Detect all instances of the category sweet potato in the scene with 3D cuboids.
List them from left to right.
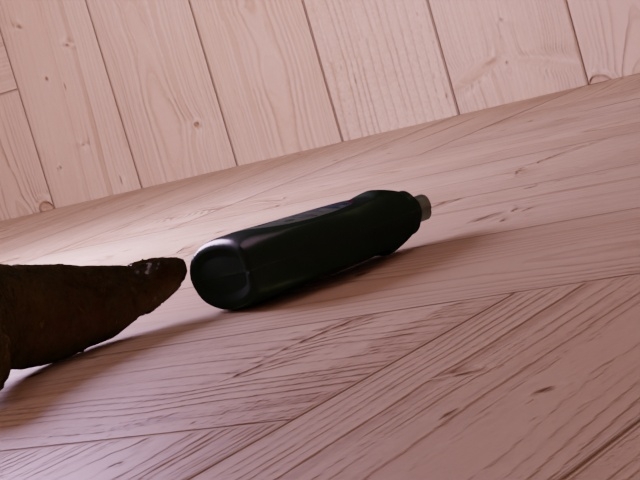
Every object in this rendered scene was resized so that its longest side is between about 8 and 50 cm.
[{"bbox_3d":[-0.242,0.064,1.419,0.124,0.098,0.310,13,19,28],"label":"sweet potato"}]

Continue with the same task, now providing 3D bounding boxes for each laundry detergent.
[{"bbox_3d":[0.000,0.000,1.509,0.211,0.063,0.137,-20,1,-32],"label":"laundry detergent"}]
